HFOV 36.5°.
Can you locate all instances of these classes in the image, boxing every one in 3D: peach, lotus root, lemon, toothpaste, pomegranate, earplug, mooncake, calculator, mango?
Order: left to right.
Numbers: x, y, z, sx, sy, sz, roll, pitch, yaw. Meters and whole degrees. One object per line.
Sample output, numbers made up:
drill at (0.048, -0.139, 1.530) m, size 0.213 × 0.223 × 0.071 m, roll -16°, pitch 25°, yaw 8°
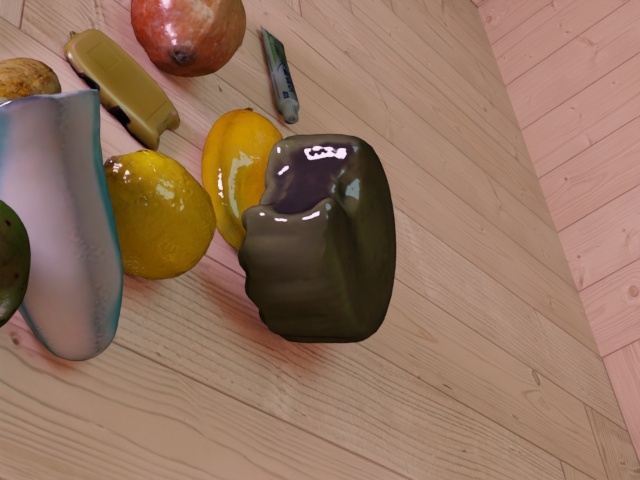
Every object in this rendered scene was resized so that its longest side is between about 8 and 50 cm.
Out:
pomegranate at (-0.416, 0.011, 1.059) m, size 0.187 × 0.187 × 0.225 m, roll 32°, pitch 8°, yaw -39°
lotus root at (-0.427, -0.194, 1.327) m, size 0.110 × 0.097 × 0.258 m, roll 44°, pitch 25°, yaw -16°
earplug at (-0.327, -0.008, 1.180) m, size 0.185 × 0.185 × 0.324 m, roll -27°, pitch 107°, yaw -63°
calculator at (-0.331, -0.261, 1.621) m, size 0.236 × 0.033 × 0.157 m, roll 47°, pitch 29°, yaw -14°
lemon at (-0.241, -0.036, 1.372) m, size 0.193 × 0.180 × 0.180 m, roll 16°, pitch 47°, yaw -51°
peach at (-0.235, -0.393, 1.737) m, size 0.232 × 0.232 × 0.232 m, roll 39°, pitch 32°, yaw -30°
mango at (-0.133, -0.114, 1.704) m, size 0.176 × 0.119 × 0.317 m, roll 41°, pitch 39°, yaw -35°
toothpaste at (-0.087, -0.364, 2.122) m, size 0.075 × 0.048 × 0.297 m, roll 31°, pitch 33°, yaw -40°
mooncake at (0.000, 0.000, 1.614) m, size 0.351 × 0.187 × 0.351 m, roll -5°, pitch 90°, yaw -69°
